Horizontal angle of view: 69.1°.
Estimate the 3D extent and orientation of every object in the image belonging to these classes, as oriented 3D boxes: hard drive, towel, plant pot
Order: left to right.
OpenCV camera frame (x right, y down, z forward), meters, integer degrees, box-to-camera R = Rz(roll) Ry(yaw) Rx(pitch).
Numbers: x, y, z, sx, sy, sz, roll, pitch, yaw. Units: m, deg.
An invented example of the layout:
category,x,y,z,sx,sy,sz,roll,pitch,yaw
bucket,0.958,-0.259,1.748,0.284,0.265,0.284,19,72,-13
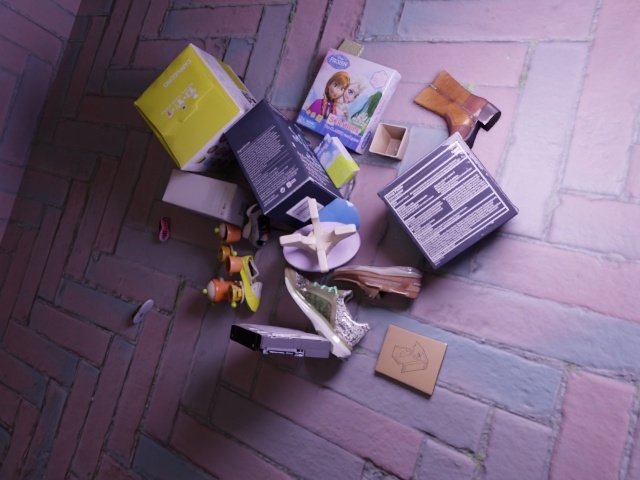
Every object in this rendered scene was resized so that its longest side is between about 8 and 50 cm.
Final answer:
category,x,y,z,sx,sy,sz,roll,pitch,yaw
hard drive,-0.144,0.328,1.544,0.339,0.236,0.064,-7,74,65
towel,0.101,-0.726,1.853,0.110,0.027,0.148,36,96,29
plant pot,0.254,-0.339,1.645,0.109,0.096,0.109,20,88,29

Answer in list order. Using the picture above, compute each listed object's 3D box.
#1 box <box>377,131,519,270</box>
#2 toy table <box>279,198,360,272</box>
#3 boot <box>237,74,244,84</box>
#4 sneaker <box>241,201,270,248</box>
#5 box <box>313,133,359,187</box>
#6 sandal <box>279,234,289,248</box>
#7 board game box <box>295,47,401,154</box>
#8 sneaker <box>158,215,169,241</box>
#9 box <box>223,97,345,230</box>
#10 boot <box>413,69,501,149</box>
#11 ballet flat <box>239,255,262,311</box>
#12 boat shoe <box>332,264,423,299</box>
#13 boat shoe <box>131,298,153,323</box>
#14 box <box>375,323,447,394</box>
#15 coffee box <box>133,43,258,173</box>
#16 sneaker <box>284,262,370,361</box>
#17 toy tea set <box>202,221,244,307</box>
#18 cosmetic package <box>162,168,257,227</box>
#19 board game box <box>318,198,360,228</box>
category,x,y,z,sx,sy,sz,roll,pitch,yaw
box,0.384,-0.121,1.430,0.296,0.182,0.294,-37,88,16
toy table,0.000,0.000,1.593,0.274,0.161,0.252,-21,72,-3
boot,-0.401,-0.627,2.090,0.106,0.082,0.220,28,104,56
sneaker,-0.227,-0.068,1.789,0.100,0.272,0.108,-32,71,-31
box,0.057,-0.298,1.734,0.109,0.042,0.178,-44,72,40
sandal,-0.085,0.022,1.778,0.180,0.049,0.072,16,81,45
board game box,0.098,-0.534,1.772,0.318,0.065,0.318,31,101,30
sneaker,-0.727,-0.050,2.142,0.057,0.047,0.120,-13,69,42
box,-0.131,-0.267,1.722,0.212,0.293,0.396,-37,65,16
boot,0.416,-0.419,1.577,0.264,0.096,0.280,-49,61,11
ballet flat,-0.270,0.162,1.828,0.077,0.077,0.231,-26,66,16
boat shoe,0.183,0.143,1.564,0.324,0.123,0.117,0,86,34
boat shoe,-0.807,0.312,2.096,0.142,0.049,0.040,-49,61,13
box,0.292,0.380,1.507,0.201,0.021,0.165,17,87,31
coffee box,-0.458,-0.508,1.876,0.337,0.334,0.338,-38,84,16
sneaker,0.027,0.215,1.637,0.182,0.158,0.410,-38,68,0
toy tea set,-0.391,0.100,1.826,0.200,0.124,0.337,-21,71,58
cosmetic package,-0.448,-0.169,1.927,0.365,0.197,0.155,18,87,29
board game box,0.061,-0.075,1.703,0.168,0.033,0.133,-37,97,15
